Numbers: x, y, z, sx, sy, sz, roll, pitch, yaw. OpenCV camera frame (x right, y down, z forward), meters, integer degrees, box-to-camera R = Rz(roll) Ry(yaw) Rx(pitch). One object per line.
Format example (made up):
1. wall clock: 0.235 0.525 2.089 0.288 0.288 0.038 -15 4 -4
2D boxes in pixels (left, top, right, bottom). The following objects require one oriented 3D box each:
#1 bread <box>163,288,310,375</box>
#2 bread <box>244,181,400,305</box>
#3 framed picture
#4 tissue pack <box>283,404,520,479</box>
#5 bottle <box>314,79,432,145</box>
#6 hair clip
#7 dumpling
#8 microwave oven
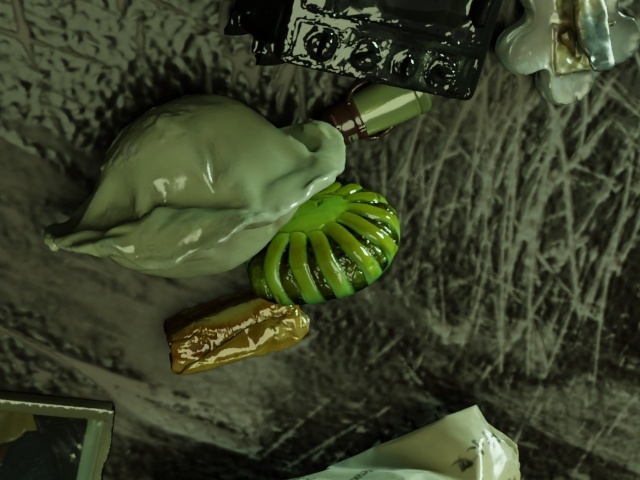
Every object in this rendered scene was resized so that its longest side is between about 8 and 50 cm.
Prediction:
1. bread: -0.077 0.080 1.114 0.132 0.074 0.053 -19 104 -9
2. bread: 0.000 0.000 1.077 0.139 0.130 0.071 -12 125 10
3. framed picture: -0.306 0.259 1.154 0.192 0.018 0.265 7 108 -19
4. tissue pack: 0.012 0.370 1.196 0.376 0.195 0.390 -11 114 -24
5. bottle: 0.043 -0.116 1.085 0.101 0.047 0.063 -26 104 1
6. hair clip: 0.220 -0.241 1.072 0.146 0.075 0.257 -9 106 -14
7. dumpling: -0.097 -0.036 0.994 0.258 0.193 0.147 -20 110 -9
8. microwave oven: 0.048 -0.248 0.954 0.178 0.188 0.247 9 109 -18
